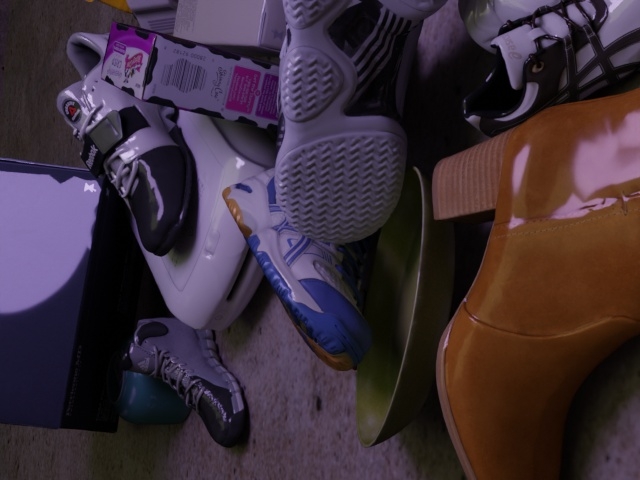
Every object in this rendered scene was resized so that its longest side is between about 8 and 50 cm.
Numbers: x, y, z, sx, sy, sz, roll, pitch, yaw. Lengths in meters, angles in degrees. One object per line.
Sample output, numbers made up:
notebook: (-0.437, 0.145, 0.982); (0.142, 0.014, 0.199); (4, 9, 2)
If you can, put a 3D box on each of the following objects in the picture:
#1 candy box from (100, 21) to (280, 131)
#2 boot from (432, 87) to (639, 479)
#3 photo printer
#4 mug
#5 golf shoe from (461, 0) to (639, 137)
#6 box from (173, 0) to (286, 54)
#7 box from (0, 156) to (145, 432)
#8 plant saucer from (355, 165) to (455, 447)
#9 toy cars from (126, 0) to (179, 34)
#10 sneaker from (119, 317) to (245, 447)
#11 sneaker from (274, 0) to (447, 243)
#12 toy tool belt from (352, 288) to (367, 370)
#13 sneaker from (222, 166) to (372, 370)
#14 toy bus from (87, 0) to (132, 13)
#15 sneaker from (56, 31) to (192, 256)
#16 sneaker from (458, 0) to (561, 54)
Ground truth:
candy box: (-0.105, -0.173, 0.996); (0.159, 0.233, 0.071); (32, 111, 57)
boot: (0.185, 0.052, 0.609); (0.211, 0.104, 0.295); (-12, 84, 45)
photo printer: (-0.145, -0.055, 1.160); (0.307, 0.107, 0.256); (53, 127, 48)
mug: (-0.253, 0.197, 1.298); (0.157, 0.097, 0.130); (-16, 71, 57)
golf shoe: (0.181, -0.143, 0.655); (0.198, 0.093, 0.077); (-57, 38, 34)
box: (-0.088, -0.288, 1.127); (0.275, 0.094, 0.113); (25, 106, 57)
box: (-0.384, 0.093, 1.299); (0.312, 0.178, 0.344); (92, -176, -77)
plant saucer: (0.072, 0.058, 0.774); (0.241, 0.037, 0.241); (-170, 90, -86)
toy cars: (-0.204, -0.443, 1.261); (0.394, 0.176, 0.087); (-55, 10, 38)
sneaker: (-0.188, 0.179, 1.161); (0.229, 0.132, 0.086); (55, 129, 49)
sneaker: (0.027, -0.199, 0.796); (0.210, 0.137, 0.366); (-95, 13, -63)
toy tool belt: (0.019, 0.086, 0.908); (0.051, 0.052, 0.083); (3, 77, 22)
sneaker: (0.000, 0.000, 0.879); (0.296, 0.131, 0.112); (57, 173, 50)
toy bus: (-0.324, -0.484, 1.448); (0.220, 0.211, 0.149); (-62, 35, 29)
sneaker: (-0.250, -0.124, 1.109); (0.122, 0.146, 0.331); (-49, 46, 39)
sneaker: (0.167, -0.273, 0.727); (0.115, 0.090, 0.232); (-18, 78, 50)
